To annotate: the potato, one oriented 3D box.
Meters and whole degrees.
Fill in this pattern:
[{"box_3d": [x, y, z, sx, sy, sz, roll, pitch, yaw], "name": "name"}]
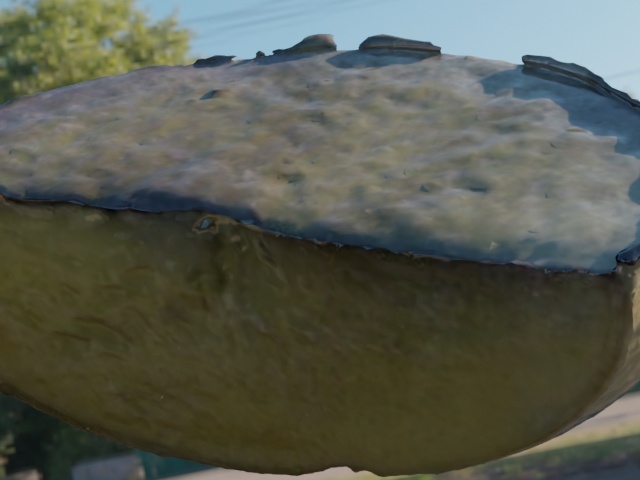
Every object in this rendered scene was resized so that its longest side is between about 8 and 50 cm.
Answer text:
[{"box_3d": [0.000, 0.000, 0.434, 0.243, 0.098, 0.138, 8, 33, 19], "name": "potato"}]
